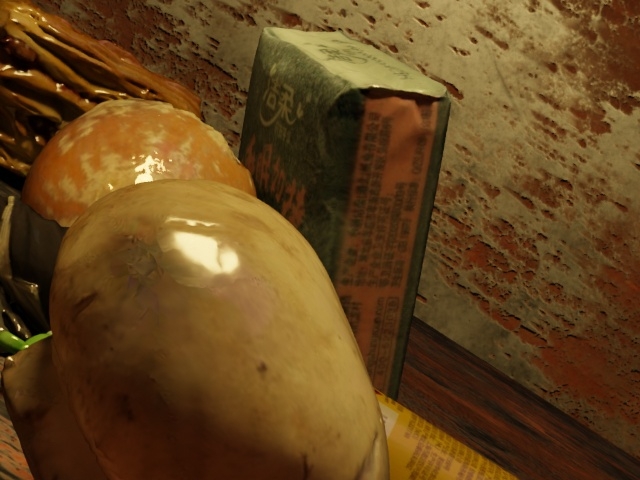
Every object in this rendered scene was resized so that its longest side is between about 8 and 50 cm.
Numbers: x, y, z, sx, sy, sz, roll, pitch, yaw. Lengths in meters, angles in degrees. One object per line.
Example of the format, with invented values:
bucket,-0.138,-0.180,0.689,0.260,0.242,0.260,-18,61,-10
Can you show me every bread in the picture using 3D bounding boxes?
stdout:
bread,-0.293,-0.147,2.027,0.277,0.167,0.324,29,-4,-27

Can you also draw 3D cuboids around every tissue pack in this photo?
tissue pack,0.000,0.000,1.558,0.103,0.316,0.228,1,18,-25

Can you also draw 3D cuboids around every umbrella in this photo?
umbrella,-0.234,0.011,1.341,0.357,0.106,0.113,27,-8,29

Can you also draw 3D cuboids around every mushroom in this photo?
mushroom,-0.059,0.091,0.978,0.255,0.184,0.255,157,-90,-78

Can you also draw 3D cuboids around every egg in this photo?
egg,-0.144,-0.016,1.505,0.195,0.195,0.233,33,3,5

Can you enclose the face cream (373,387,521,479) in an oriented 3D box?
face cream,0.135,0.225,1.345,0.348,0.105,0.105,32,5,-2

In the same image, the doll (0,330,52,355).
doll,-0.124,0.109,1.204,0.190,0.050,0.115,35,-4,-24
